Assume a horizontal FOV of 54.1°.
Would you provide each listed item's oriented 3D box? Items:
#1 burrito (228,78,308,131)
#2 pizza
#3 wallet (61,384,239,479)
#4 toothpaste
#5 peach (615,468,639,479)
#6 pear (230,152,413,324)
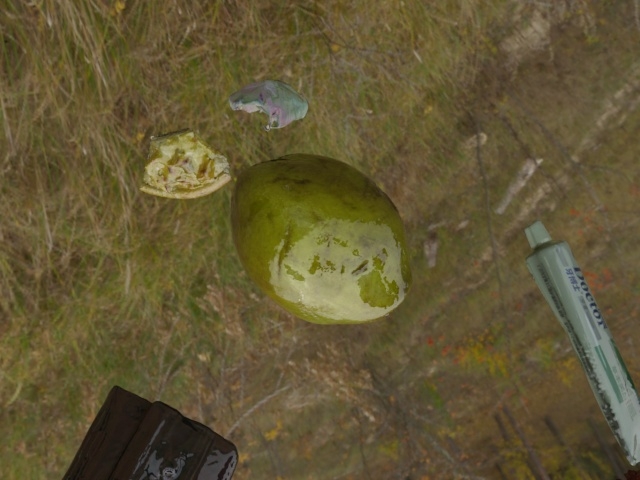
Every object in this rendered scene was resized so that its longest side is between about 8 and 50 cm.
[{"bbox_3d":[-0.113,-0.318,1.431,0.089,0.144,0.229,-61,180,21],"label":"burrito"},{"bbox_3d":[-0.199,-0.102,0.880,0.160,0.035,0.099,-5,123,23],"label":"pizza"},{"bbox_3d":[-0.205,0.296,0.703,0.182,0.229,0.049,30,134,-8],"label":"wallet"},{"bbox_3d":[0.234,0.082,0.551,0.064,0.218,0.041,-9,161,-47],"label":"toothpaste"},{"bbox_3d":[0.473,0.440,0.750,0.335,0.310,0.406,-53,156,-7],"label":"peach"},{"bbox_3d":[0.000,0.000,0.992,0.269,0.321,0.269,-43,167,-13],"label":"pear"}]
